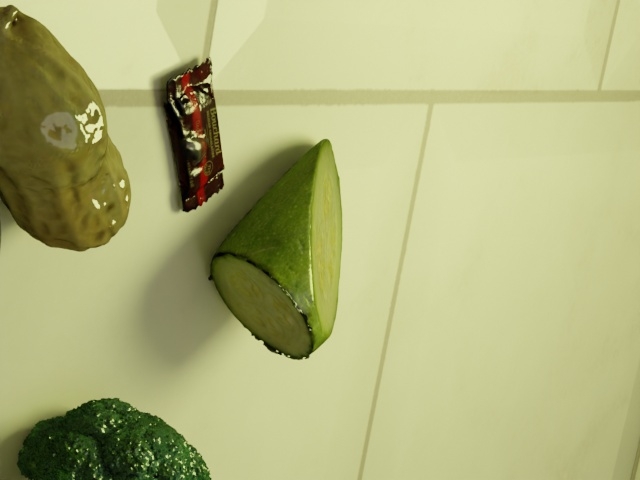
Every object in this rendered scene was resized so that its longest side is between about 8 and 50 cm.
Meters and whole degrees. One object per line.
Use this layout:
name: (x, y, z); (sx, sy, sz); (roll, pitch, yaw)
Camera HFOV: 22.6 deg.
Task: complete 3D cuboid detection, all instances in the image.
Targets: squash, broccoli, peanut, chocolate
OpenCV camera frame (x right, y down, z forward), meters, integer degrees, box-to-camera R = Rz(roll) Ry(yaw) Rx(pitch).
squash: (0.000, 0.000, 2.004); (0.260, 0.189, 0.189); (-44, 137, -28)
broccoli: (-0.243, 0.315, 1.813); (0.270, 0.270, 0.270); (-45, 148, 16)
peanut: (-0.278, -0.099, 1.612); (0.143, 0.159, 0.291); (-30, 134, -9)
chocolate: (-0.144, -0.122, 1.890); (0.086, 0.028, 0.182); (-36, 131, -43)
